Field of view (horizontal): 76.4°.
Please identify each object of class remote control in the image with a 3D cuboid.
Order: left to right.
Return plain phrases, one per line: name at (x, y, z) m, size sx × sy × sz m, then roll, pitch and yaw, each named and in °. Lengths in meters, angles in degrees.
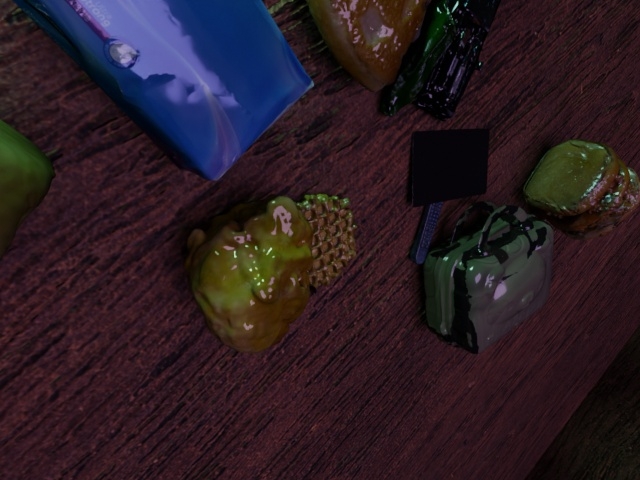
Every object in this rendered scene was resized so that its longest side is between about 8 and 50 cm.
remote control at (0.241, -0.021, 0.934) m, size 0.043 × 0.027 × 0.152 m, roll 13°, pitch 98°, yaw -33°
remote control at (0.289, -0.440, 0.778) m, size 0.144 × 0.062 × 0.399 m, roll 13°, pitch 100°, yaw -38°

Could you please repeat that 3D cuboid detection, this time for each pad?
pad at (0.299, -0.170, 0.921) m, size 0.265 × 0.009 × 0.160 m, roll -12°, pitch 108°, yaw -33°

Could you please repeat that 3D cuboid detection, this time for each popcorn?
popcorn at (-0.099, 0.058, 0.609) m, size 0.191 × 0.190 × 0.254 m, roll -9°, pitch 118°, yaw -9°

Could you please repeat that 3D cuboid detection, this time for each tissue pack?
tissue pack at (-0.167, -0.231, 0.474) m, size 0.198 × 0.146 × 0.263 m, roll -49°, pitch 128°, yaw -11°

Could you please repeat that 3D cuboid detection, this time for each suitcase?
suitcase at (0.418, 0.073, 0.992) m, size 0.351 × 0.194 × 0.339 m, roll -24°, pitch 118°, yaw -27°

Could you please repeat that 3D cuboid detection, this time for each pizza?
pizza at (0.074, -0.437, 0.589) m, size 0.277 × 0.114 × 0.409 m, roll -33°, pitch 125°, yaw -22°

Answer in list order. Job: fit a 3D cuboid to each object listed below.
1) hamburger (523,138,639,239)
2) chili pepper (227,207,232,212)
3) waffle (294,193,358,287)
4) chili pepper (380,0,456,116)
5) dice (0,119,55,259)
hamburger at (0.686, -0.135, 1.094) m, size 0.211 × 0.260 × 0.245 m, roll 22°, pitch 50°, yaw -25°
chili pepper at (-0.113, -0.050, 0.668) m, size 0.083 × 0.017 × 0.030 m, roll -13°, pitch 113°, yaw -31°
waffle at (-0.004, 0.002, 0.755) m, size 0.191 × 0.038 × 0.191 m, roll -14°, pitch 115°, yaw -32°
chili pepper at (0.170, -0.313, 0.705) m, size 0.216 × 0.062 × 0.108 m, roll -62°, pitch 171°, yaw 28°
dice at (-0.398, -0.038, 0.327) m, size 0.227 × 0.233 × 0.238 m, roll 40°, pitch 82°, yaw -38°
